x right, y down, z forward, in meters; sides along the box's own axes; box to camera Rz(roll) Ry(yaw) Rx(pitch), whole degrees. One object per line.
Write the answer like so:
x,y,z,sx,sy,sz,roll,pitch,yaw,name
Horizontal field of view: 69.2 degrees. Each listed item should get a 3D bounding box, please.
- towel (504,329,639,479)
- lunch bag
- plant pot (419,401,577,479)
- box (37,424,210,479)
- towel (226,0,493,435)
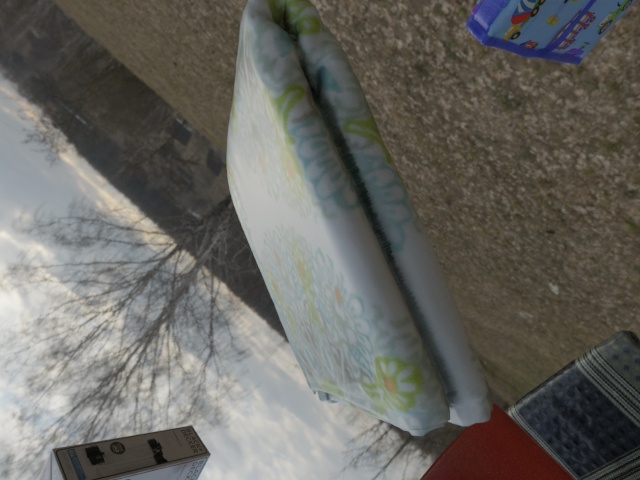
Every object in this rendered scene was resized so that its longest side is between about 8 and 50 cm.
0.432,0.322,0.632,0.056,0.312,0.324,-15,-124,-43,towel
0.278,-0.325,0.505,0.138,0.293,0.221,50,133,17,lunch bag
0.202,0.388,0.468,0.267,0.236,0.267,58,177,-13,plant pot
-0.372,0.461,0.876,0.087,0.169,0.290,35,-168,37,box
0.000,0.000,0.483,0.374,0.090,0.320,67,160,6,towel
